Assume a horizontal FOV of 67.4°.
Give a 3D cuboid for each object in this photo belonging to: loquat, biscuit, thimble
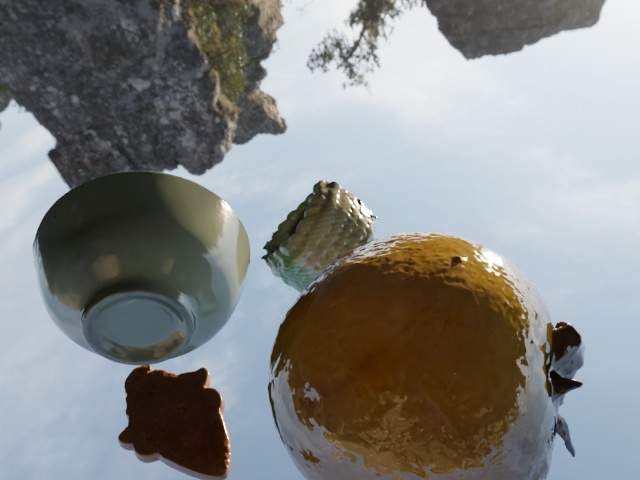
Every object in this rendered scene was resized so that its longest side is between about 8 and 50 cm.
[{"bbox_3d":[0.094,0.121,0.436,0.275,0.274,0.274,-13,-145,9],"label":"loquat"},{"bbox_3d":[-0.240,0.300,0.808,0.280,0.043,0.183,32,-131,32],"label":"biscuit"},{"bbox_3d":[0.000,0.000,0.936,0.219,0.150,0.219,-47,-163,19],"label":"thimble"}]

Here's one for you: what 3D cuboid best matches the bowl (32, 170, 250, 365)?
[{"bbox_3d":[-0.230,0.067,0.634,0.289,0.289,0.146,-20,-142,-1],"label":"bowl"}]
